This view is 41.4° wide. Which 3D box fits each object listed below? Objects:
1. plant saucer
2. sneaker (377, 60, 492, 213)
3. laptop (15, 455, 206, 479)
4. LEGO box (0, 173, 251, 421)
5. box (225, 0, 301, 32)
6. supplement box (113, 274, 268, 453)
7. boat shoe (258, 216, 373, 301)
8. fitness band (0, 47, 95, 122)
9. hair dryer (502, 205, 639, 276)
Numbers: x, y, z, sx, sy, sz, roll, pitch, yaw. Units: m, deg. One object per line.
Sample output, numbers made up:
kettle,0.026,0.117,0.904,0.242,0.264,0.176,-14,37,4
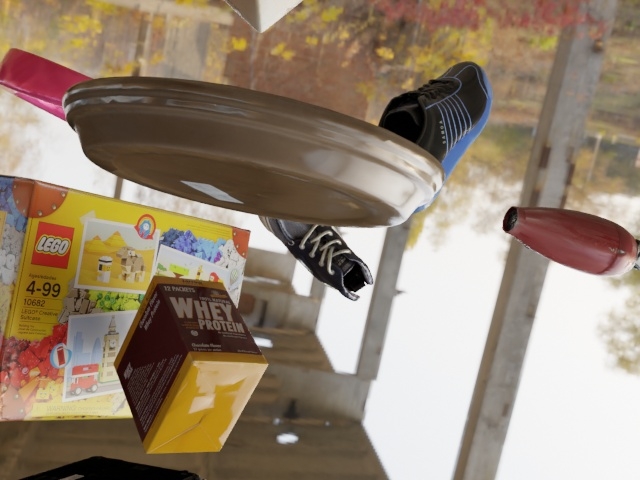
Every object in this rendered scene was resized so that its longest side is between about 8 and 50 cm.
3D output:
plant saucer,-0.049,-0.053,0.616,0.278,0.041,0.278,10,174,1
sneaker,0.121,-0.137,0.928,0.081,0.232,0.090,1,137,36
laptop,-0.232,0.359,1.002,0.264,0.136,0.234,4,178,21
LEGO box,-0.382,0.113,1.501,0.193,0.372,0.500,8,177,37
box,-0.078,-0.391,0.960,0.148,0.121,0.311,45,168,11
supplement box,-0.208,0.191,1.314,0.129,0.191,0.194,9,-149,-37
boat shoe,0.000,0.000,1.805,0.158,0.127,0.340,34,170,43
fitness band,-0.276,-0.156,0.998,0.209,0.054,0.291,24,178,-20
hair dryer,0.332,0.007,1.190,0.224,0.080,0.293,7,172,32
